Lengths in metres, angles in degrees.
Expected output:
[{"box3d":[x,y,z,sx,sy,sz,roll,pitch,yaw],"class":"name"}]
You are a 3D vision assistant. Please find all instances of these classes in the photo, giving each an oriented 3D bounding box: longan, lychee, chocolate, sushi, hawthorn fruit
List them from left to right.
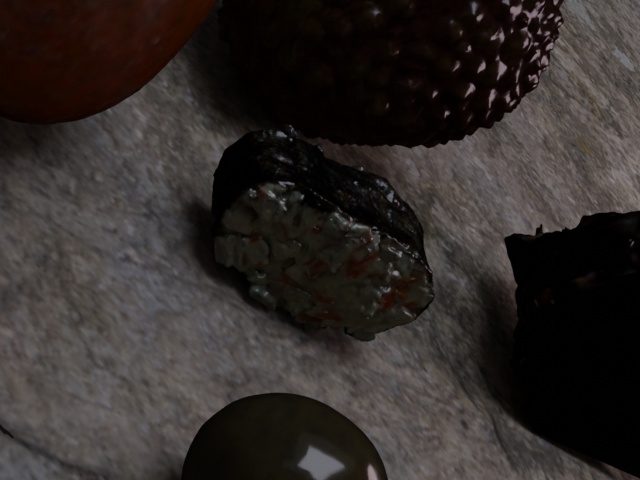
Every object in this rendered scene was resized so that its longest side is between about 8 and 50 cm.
[{"box3d":[-0.155,-0.188,0.787,0.231,0.263,0.235,29,55,5],"class":"hawthorn fruit"},{"box3d":[-0.019,0.123,0.736,0.106,0.106,0.119,39,-14,-20],"class":"longan"},{"box3d":[0.000,0.000,0.924,0.150,0.090,0.078,32,28,-29],"class":"sushi"},{"box3d":[0.048,-0.175,1.085,0.271,0.236,0.236,-23,73,-39],"class":"lychee"},{"box3d":[0.231,0.032,1.132,0.224,0.206,0.177,25,25,-31],"class":"chocolate"}]
